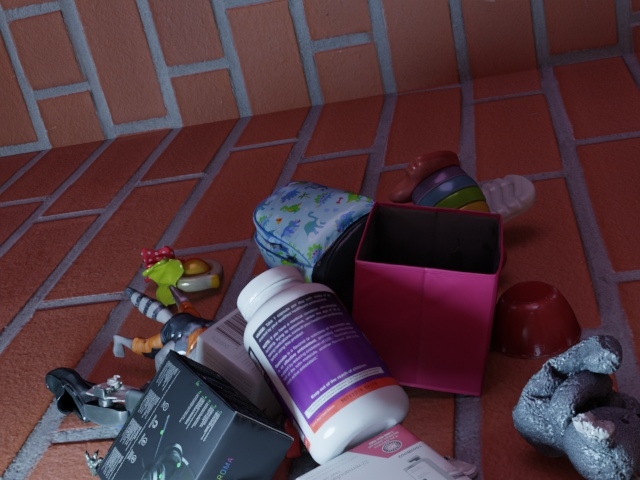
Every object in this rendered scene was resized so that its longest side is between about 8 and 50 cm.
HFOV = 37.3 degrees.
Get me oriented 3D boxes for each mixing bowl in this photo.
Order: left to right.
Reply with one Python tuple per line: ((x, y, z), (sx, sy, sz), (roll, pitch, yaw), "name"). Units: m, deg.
((0.413, 0.141, 1.854), (0.181, 0.098, 0.181), (-11, 23, 5), "mixing bowl")

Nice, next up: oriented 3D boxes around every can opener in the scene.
((-0.332, 0.316, 1.800), (0.280, 0.093, 0.074), (3, 11, 34), "can opener")

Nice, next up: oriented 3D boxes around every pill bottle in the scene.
((-0.007, 0.198, 1.570), (0.181, 0.181, 0.323), (-23, 60, -22), "pill bottle")

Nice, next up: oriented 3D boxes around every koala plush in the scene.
((0.414, 0.293, 1.438), (0.203, 0.196, 0.221), (-24, 24, 3), "koala plush")

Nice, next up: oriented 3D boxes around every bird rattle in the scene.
((-0.346, 0.092, 2.375), (0.206, 0.143, 0.253), (-3, 10, -6), "bird rattle")

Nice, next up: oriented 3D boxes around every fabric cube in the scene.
((0.202, 0.104, 1.787), (0.259, 0.258, 0.254), (6, 27, 9), "fabric cube")

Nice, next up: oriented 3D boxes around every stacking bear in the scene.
((0.306, -0.041, 2.101), (0.164, 0.175, 0.289), (-18, 67, -28), "stacking bear")

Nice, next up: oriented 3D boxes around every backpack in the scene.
((0.000, 0.000, 2.225), (0.290, 0.273, 0.355), (-43, 20, -18), "backpack")

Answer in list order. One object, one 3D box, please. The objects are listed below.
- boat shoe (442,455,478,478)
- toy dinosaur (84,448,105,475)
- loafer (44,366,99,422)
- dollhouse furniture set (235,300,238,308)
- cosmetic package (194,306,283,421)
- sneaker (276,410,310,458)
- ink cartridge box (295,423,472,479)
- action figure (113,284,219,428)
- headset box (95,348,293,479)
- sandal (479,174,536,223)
((0.205, 0.368, 1.540), (0.100, 0.035, 0.035), (-4, 26, 21), "boat shoe")
((-0.352, 0.401, 1.656), (0.064, 0.118, 0.268), (25, 43, 33), "toy dinosaur")
((-0.517, 0.320, 1.960), (0.078, 0.076, 0.223), (-31, 30, -36), "loafer")
((-0.097, 0.162, 2.045), (0.151, 0.144, 0.123), (24, 46, 32), "dollhouse furniture set")
((-0.133, 0.242, 1.754), (0.151, 0.184, 0.151), (33, 45, 23), "cosmetic package")
((0.017, 0.301, 1.711), (0.135, 0.098, 0.276), (3, 23, 14), "sneaker")
((0.124, 0.413, 1.382), (0.207, 0.117, 0.283), (-23, 25, -23), "ink cartridge box")
((-0.321, 0.223, 1.954), (0.341, 0.179, 0.330), (-32, 30, -30), "action figure")
((-0.204, 0.350, 1.521), (0.283, 0.131, 0.246), (25, 84, 55), "headset box")
((0.323, -0.020, 2.254), (0.416, 0.102, 0.169), (-22, 38, 9), "sandal")
